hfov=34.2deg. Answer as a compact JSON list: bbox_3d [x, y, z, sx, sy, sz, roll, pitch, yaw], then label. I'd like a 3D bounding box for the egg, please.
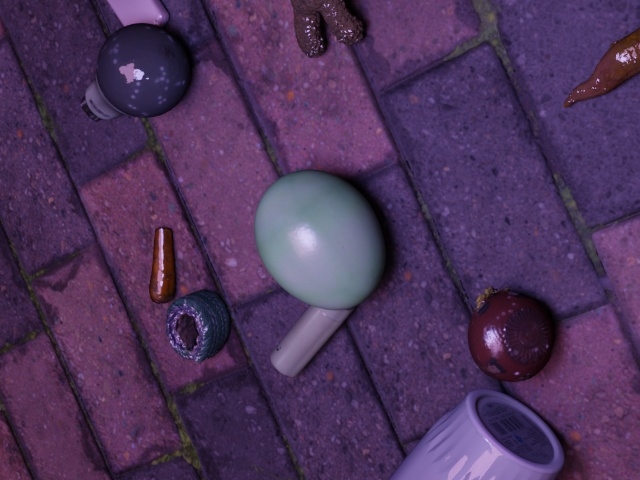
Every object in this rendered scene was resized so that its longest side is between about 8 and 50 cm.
[{"bbox_3d":[0.000,0.000,1.883,0.220,0.220,0.270,-31,95,31],"label":"egg"}]

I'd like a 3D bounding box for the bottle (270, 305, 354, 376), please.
[{"bbox_3d":[-0.016,0.176,2.017,0.072,0.072,0.201,45,118,13],"label":"bottle"}]

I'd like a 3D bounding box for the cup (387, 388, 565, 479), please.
[{"bbox_3d":[0.245,0.463,1.834,0.253,0.253,0.372,39,116,16],"label":"cup"}]

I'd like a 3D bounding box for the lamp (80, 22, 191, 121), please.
[{"bbox_3d":[-0.374,-0.299,2.073,0.182,0.182,0.314,54,140,8],"label":"lamp"}]

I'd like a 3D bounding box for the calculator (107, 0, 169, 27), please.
[{"bbox_3d":[-0.372,-0.476,2.089,0.100,0.032,0.175,-37,83,31],"label":"calculator"}]

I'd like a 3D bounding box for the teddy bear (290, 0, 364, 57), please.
[{"bbox_3d":[-0.003,-0.453,1.834,0.181,0.129,0.252,-5,99,28],"label":"teddy bear"}]

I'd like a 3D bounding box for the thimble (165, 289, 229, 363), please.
[{"bbox_3d":[-0.255,0.175,2.140,0.118,0.090,0.135,17,111,28],"label":"thimble"}]

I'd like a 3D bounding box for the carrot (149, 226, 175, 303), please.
[{"bbox_3d":[-0.330,0.052,2.179,0.055,0.055,0.162,8,98,27],"label":"carrot"}]

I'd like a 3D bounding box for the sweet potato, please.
[{"bbox_3d":[0.471,-0.278,1.649,0.226,0.068,0.068,-39,82,31],"label":"sweet potato"}]

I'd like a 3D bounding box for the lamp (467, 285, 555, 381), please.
[{"bbox_3d":[0.324,0.166,1.796,0.135,0.156,0.157,-19,54,67],"label":"lamp"}]
